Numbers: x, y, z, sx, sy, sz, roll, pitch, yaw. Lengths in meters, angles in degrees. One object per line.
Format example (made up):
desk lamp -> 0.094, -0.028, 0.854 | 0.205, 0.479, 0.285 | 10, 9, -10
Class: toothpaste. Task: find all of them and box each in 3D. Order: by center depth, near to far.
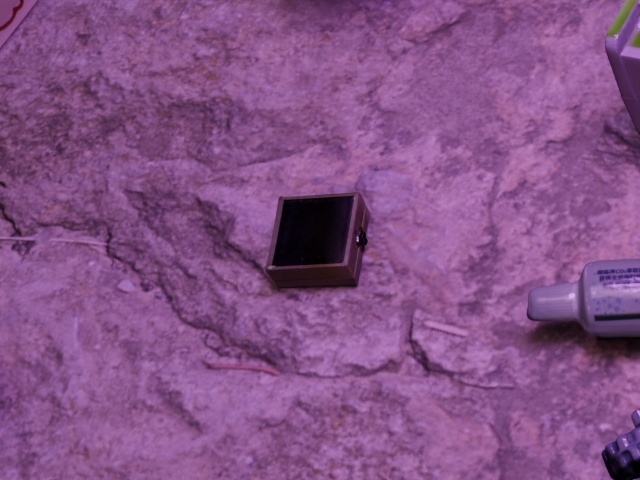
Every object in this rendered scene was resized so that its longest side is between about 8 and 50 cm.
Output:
toothpaste -> 0.353, 0.038, 1.218 | 0.392, 0.061, 0.099 | -4, 56, 16

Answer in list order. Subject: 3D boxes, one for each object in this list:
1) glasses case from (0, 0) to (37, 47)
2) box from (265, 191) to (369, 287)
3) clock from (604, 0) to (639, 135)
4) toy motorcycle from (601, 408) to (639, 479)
glasses case -> -0.413, -0.324, 1.597 | 0.076, 0.336, 0.144 | 23, 70, 33
box -> 0.000, 0.000, 1.401 | 0.083, 0.035, 0.079 | -4, 57, 21
clock -> 0.424, -0.185, 1.264 | 0.309, 0.166, 0.235 | 16, 65, 34
toy motorcycle -> 0.324, 0.132, 1.128 | 0.270, 0.159, 0.106 | -16, 62, -8
